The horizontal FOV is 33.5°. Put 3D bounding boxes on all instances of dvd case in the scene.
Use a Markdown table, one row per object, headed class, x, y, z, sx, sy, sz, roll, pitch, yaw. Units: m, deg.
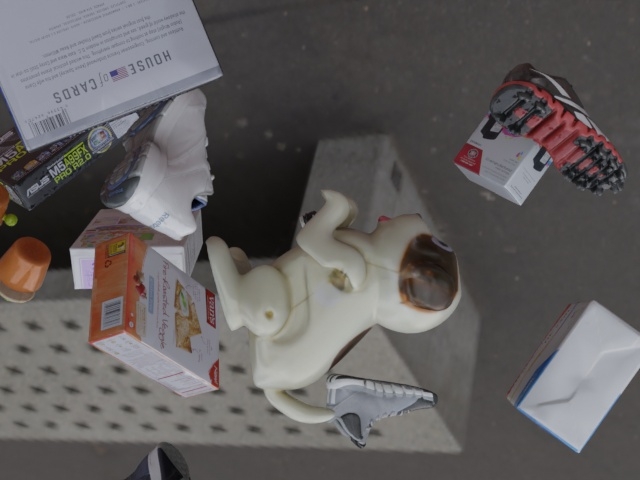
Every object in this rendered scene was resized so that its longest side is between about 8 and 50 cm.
| class | x | y | z | sx | sy | sz | roll | pitch | yaw |
| --- | --- | --- | --- | --- | --- | --- | --- | --- | --- |
| dvd case | -0.209 | -0.216 | 0.893 | 0.179 | 0.239 | 0.029 | -23 | -176 | -12 |

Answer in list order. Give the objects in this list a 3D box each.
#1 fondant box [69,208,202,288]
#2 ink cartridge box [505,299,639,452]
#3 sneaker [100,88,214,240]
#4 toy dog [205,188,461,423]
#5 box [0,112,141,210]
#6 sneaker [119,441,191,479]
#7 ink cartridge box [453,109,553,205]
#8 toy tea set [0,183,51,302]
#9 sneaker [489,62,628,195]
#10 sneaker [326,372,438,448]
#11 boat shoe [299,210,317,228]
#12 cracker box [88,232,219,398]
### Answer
| class | x | y | z | sx | sy | sz | roll | pitch | yaw |
| --- | --- | --- | --- | --- | --- | --- | --- | --- | --- |
| fondant box | -0.397 | 0.011 | 2.350 | 0.238 | 0.330 | 0.096 | -1 | 105 | 1 |
| ink cartridge box | 0.269 | 0.140 | 1.140 | 0.078 | 0.134 | 0.231 | 35 | 179 | 8 |
| sneaker | -0.203 | -0.108 | 1.450 | 0.111 | 0.297 | 0.129 | -33 | 117 | 32 |
| toy dog | 0.046 | 0.093 | 1.879 | 0.407 | 0.395 | 0.284 | -18 | 164 | 4 |
| box | -0.486 | -0.181 | 1.951 | 0.216 | 0.270 | 0.060 | 25 | 149 | 47 |
| sneaker | -0.243 | 0.390 | 1.399 | 0.163 | 0.226 | 0.086 | -39 | 116 | 10 |
| ink cartridge box | 0.332 | -0.167 | 1.814 | 0.127 | 0.175 | 0.072 | 32 | 175 | 43 |
| toy tea set | -0.566 | -0.025 | 1.631 | 0.336 | 0.200 | 0.124 | 50 | 124 | 16 |
| sneaker | 0.390 | -0.185 | 1.702 | 0.276 | 0.135 | 0.097 | 35 | 133 | -17 |
| sneaker | 0.109 | 0.332 | 2.026 | 0.228 | 0.132 | 0.086 | 11 | 173 | -17 |
| boat shoe | 0.000 | 0.000 | 2.156 | 0.038 | 0.125 | 0.046 | -26 | 175 | 14 |
| cracker box | -0.231 | 0.112 | 1.522 | 0.067 | 0.156 | 0.232 | -17 | 146 | 21 |
